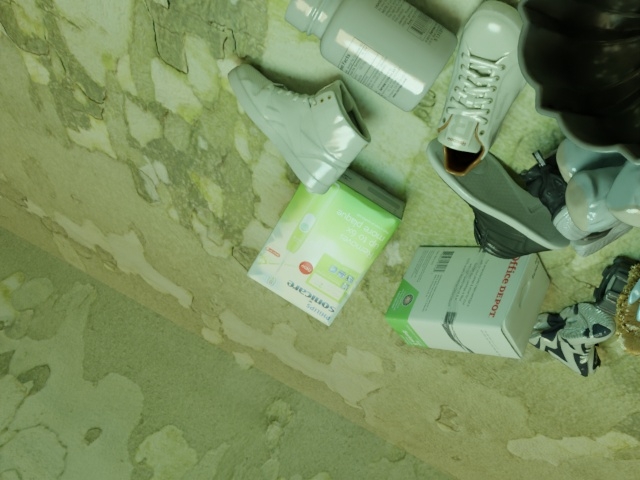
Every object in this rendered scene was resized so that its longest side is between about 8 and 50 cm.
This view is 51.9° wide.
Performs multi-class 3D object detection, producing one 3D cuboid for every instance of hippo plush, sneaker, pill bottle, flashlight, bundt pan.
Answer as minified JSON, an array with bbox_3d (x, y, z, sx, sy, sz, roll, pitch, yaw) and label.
[{"bbox_3d":[0.470,-0.121,0.841,0.237,0.294,0.234,16,-165,-17],"label":"hippo plush"},{"bbox_3d":[0.556,0.215,1.369,0.153,0.094,0.235,35,152,-11],"label":"sneaker"},{"bbox_3d":[-0.030,-0.247,1.189,0.169,0.108,0.292,-44,80,27],"label":"sneaker"},{"bbox_3d":[0.235,-0.204,0.968,0.106,0.123,0.290,22,150,19],"label":"sneaker"},{"bbox_3d":[0.407,-0.069,1.048,0.101,0.153,0.269,-37,153,20],"label":"sneaker"},{"bbox_3d":[0.070,-0.301,0.955,0.229,0.131,0.131,33,152,-4],"label":"pill bottle"},{"bbox_3d":[0.644,0.136,1.155,0.304,0.103,0.103,25,178,7],"label":"flashlight"},{"bbox_3d":[0.286,-0.061,1.168,0.296,0.104,0.147,35,154,-6],"label":"sneaker"},{"bbox_3d":[0.369,-0.230,0.646,0.124,0.330,0.331,4,174,-42],"label":"bundt pan"}]

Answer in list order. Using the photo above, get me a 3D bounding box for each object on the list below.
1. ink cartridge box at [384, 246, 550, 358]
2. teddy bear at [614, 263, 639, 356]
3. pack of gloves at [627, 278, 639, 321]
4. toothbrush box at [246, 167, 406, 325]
[{"bbox_3d":[0.300,0.119,1.345,0.273,0.198,0.114,1,140,44],"label":"ink cartridge box"},{"bbox_3d":[0.644,0.138,1.026,0.338,0.244,0.113,-9,180,24],"label":"teddy bear"},{"bbox_3d":[0.584,0.059,0.960,0.195,0.232,0.046,26,-166,18],"label":"pack of gloves"},{"bbox_3d":[0.012,-0.002,1.351,0.206,0.122,0.283,33,114,-1],"label":"toothbrush box"}]
